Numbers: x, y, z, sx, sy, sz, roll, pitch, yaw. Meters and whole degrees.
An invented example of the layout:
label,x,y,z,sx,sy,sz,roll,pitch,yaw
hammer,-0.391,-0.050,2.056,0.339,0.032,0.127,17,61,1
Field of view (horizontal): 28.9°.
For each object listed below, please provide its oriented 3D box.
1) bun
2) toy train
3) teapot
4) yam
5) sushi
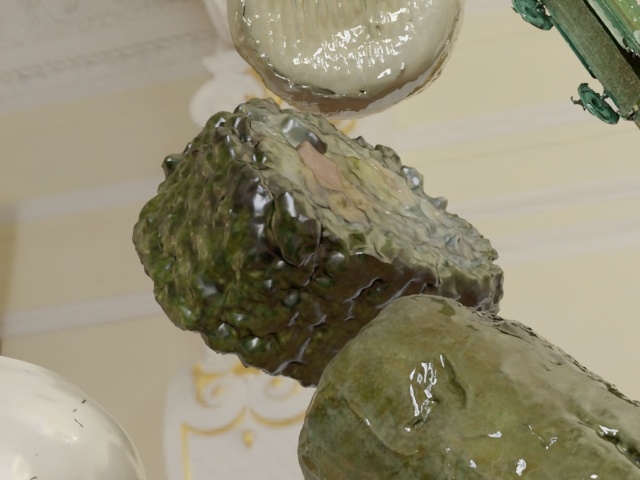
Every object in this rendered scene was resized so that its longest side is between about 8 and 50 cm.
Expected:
label,x,y,z,sx,sy,sz,roll,pitch,yaw
bun,0.038,-0.347,1.881,0.360,0.359,0.211,0,2,0
toy train,0.376,-0.266,1.580,0.190,0.307,0.126,-7,-33,-40
teapot,-0.210,0.165,0.722,0.208,0.165,0.299,1,-39,-24
yam,0.137,0.171,0.832,0.300,0.195,0.195,34,-10,33
sushi,0.000,0.000,1.205,0.352,0.294,0.178,17,-62,-43
